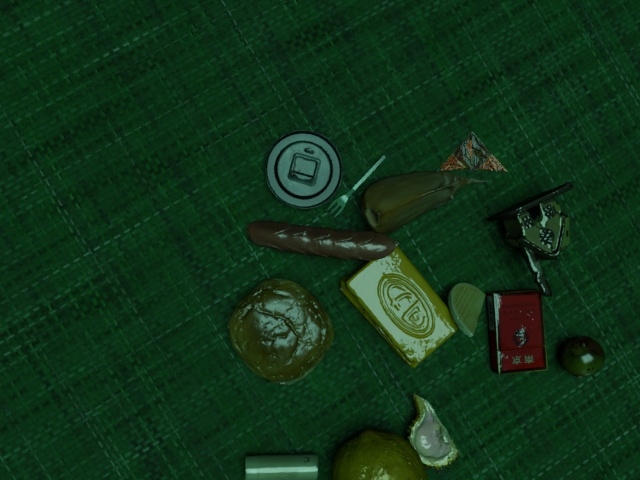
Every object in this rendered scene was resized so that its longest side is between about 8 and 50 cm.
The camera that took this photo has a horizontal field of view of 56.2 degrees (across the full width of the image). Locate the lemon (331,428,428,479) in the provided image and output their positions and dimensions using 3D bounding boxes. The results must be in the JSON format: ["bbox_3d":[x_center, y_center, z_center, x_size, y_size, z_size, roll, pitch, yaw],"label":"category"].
[{"bbox_3d":[0.162,0.659,1.606,0.258,0.258,0.310,-24,85,-8],"label":"lemon"}]

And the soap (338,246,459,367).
[{"bbox_3d":[0.228,0.185,1.709,0.204,0.096,0.324,-41,94,-7],"label":"soap"}]

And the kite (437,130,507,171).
[{"bbox_3d":[0.457,-0.267,1.798,0.222,0.008,0.125,1,88,-7],"label":"kite"}]

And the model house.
[{"bbox_3d":[0.649,0.005,1.714,0.218,0.205,0.279,-25,90,-6],"label":"model house"}]

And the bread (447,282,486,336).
[{"bbox_3d":[0.407,0.183,1.715,0.112,0.036,0.193,41,41,-5],"label":"bread"}]

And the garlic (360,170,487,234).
[{"bbox_3d":[0.272,-0.113,1.681,0.338,0.196,0.151,-17,106,-10],"label":"garlic"}]

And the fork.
[{"bbox_3d":[0.109,-0.160,1.745,0.039,0.021,0.235,45,82,-8],"label":"fork"}]

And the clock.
[{"bbox_3d":[-0.048,-0.200,1.712,0.226,0.049,0.226,0,88,-9],"label":"clock"}]

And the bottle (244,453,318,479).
[{"bbox_3d":[-0.109,0.632,1.664,0.201,0.072,0.072,1,88,-8],"label":"bottle"}]

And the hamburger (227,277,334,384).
[{"bbox_3d":[-0.106,0.251,1.646,0.265,0.134,0.285,-43,92,-9],"label":"hamburger"}]

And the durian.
[{"bbox_3d":[0.308,0.547,1.723,0.140,0.078,0.224,-18,80,4],"label":"durian"}]

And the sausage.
[{"bbox_3d":[0.000,0.002,1.654,0.433,0.088,0.088,6,87,8],"label":"sausage"}]

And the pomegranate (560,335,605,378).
[{"bbox_3d":[0.771,0.344,1.772,0.130,0.130,0.130,0,88,-7],"label":"pomegranate"}]

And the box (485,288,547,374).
[{"bbox_3d":[0.576,0.266,1.765,0.153,0.074,0.240,-3,89,-12],"label":"box"}]
